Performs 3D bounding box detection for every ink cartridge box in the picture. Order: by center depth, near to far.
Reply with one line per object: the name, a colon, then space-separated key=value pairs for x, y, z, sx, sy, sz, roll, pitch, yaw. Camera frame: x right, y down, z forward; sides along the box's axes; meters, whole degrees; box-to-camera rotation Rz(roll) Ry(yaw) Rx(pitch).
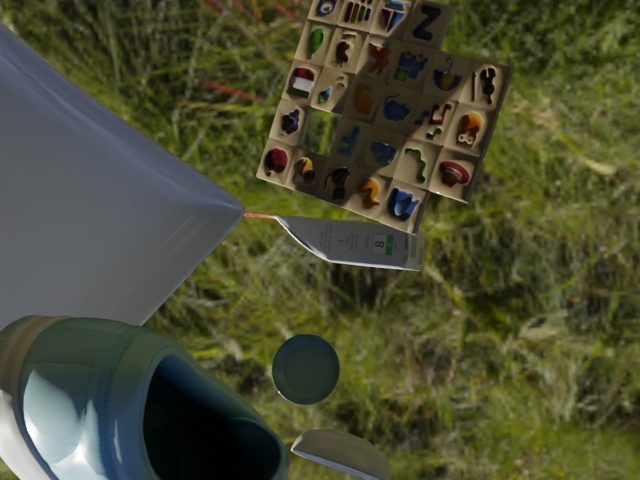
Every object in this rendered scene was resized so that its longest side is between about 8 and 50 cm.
ink cartridge box: x=0.000 y=0.000 z=1.257 sx=0.224 sy=0.056 sz=0.181 roll=3 pitch=179 yaw=11

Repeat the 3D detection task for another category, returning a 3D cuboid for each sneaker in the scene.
sneaker: x=-0.076 y=0.187 z=0.765 sx=0.150 sy=0.366 sz=0.135 roll=-1 pitch=-127 yaw=34

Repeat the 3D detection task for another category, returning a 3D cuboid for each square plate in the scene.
square plate: x=-0.309 y=-0.016 z=1.047 sx=0.344 sy=0.347 sz=0.049 roll=-47 pitch=-159 yaw=16

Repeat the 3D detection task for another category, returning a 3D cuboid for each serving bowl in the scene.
serving bowl: x=0.019 y=0.170 z=0.889 sx=0.083 sy=0.027 sz=0.083 roll=17 pitch=166 yaw=5

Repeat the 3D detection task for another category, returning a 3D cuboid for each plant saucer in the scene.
plant saucer: x=-0.022 y=0.217 z=1.846 sx=0.119 sy=0.119 sz=0.021 roll=-4 pitch=169 yaw=16

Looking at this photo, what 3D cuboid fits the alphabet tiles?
alphabet tiles: x=0.055 y=-0.121 z=0.983 sx=0.237 sy=0.198 sz=0.009 roll=22 pitch=-175 yaw=39
